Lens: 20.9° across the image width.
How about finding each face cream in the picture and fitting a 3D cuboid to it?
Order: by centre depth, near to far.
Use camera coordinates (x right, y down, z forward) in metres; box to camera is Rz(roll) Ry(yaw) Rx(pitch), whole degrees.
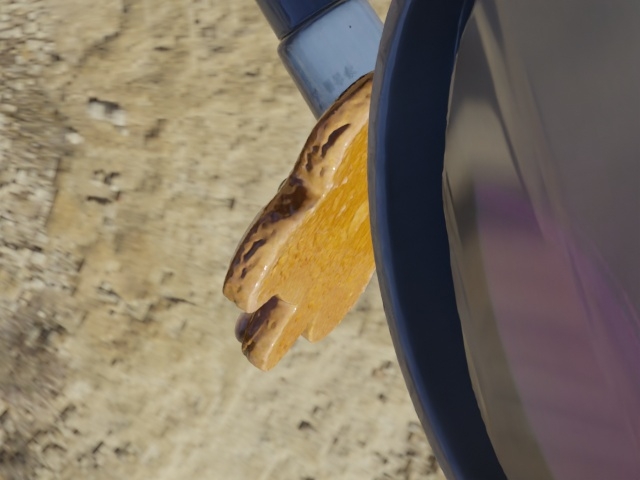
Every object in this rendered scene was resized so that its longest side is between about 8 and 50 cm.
[{"bbox_3d":[0.052,-0.095,1.434,0.385,0.135,0.086,57,38,1],"label":"face cream"}]

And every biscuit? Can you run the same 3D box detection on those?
[{"bbox_3d":[-0.002,-0.002,1.259,0.049,0.324,0.205,32,84,15],"label":"biscuit"}]

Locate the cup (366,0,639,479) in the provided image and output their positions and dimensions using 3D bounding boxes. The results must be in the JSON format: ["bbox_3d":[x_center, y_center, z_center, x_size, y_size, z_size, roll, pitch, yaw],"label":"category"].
[{"bbox_3d":[0.214,-0.022,0.534,0.371,0.253,0.253,-14,101,-33],"label":"cup"}]
